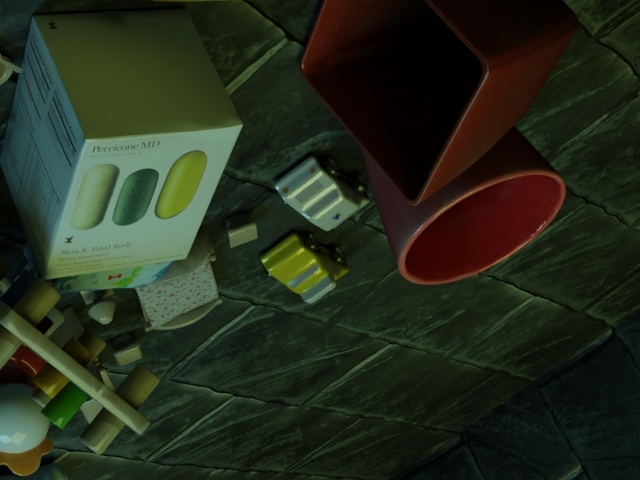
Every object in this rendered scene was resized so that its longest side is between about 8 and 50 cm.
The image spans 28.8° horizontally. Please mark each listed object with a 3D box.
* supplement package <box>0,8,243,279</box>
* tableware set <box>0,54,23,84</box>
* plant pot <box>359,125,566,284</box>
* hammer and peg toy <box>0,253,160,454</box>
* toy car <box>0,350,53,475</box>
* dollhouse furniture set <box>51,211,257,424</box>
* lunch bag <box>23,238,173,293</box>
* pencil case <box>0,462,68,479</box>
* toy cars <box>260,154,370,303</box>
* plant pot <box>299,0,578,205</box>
[{"bbox_3d":[-0.251,-0.117,1.517,0.199,0.198,0.263,-9,147,-30],"label":"supplement package"},{"bbox_3d":[-0.433,-0.190,1.428,0.168,0.020,0.141,-34,151,13],"label":"tableware set"},{"bbox_3d":[0.190,-0.107,1.869,0.275,0.243,0.275,-21,151,-12],"label":"plant pot"},{"bbox_3d":[-0.388,0.127,1.641,0.127,0.361,0.266,-52,123,-12],"label":"hammer and peg toy"},{"bbox_3d":[-0.497,0.250,1.881,0.210,0.238,0.219,-8,146,-32],"label":"toy car"},{"bbox_3d":[-0.237,0.154,2.016,0.355,0.174,0.303,-22,152,-10],"label":"dollhouse furniture set"},{"bbox_3d":[-0.300,-0.007,1.783,0.219,0.090,0.176,0,139,-43],"label":"lunch bag"},{"bbox_3d":[-0.604,0.491,2.326,0.273,0.114,0.124,-5,167,-37],"label":"pencil case"},{"bbox_3d":[0.000,0.000,2.051,0.176,0.087,0.394,-17,150,-20],"label":"toy cars"},{"bbox_3d":[0.169,-0.254,1.615,0.235,0.267,0.267,-24,155,-32],"label":"plant pot"}]
